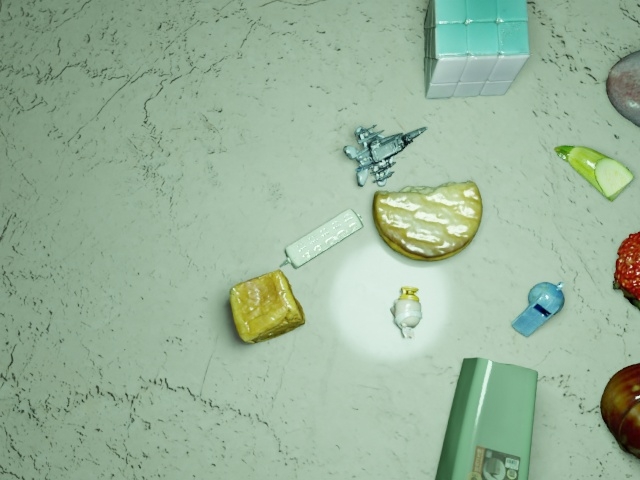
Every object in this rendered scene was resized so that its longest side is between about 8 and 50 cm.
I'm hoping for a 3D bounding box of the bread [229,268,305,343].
[{"bbox_3d":[-0.131,0.164,1.312,0.158,0.149,0.143,-26,76,5],"label":"bread"}]

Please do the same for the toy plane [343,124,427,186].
[{"bbox_3d":[0.184,-0.244,1.401,0.246,0.078,0.169,-26,105,-5],"label":"toy plane"}]

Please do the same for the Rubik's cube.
[{"bbox_3d":[0.391,-0.516,1.367,0.224,0.221,0.231,0,79,3],"label":"Rubik's cube"}]

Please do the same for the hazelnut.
[{"bbox_3d":[0.748,0.391,1.190,0.229,0.229,0.230,-1,79,3],"label":"hazelnut"}]

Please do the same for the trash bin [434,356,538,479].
[{"bbox_3d":[0.363,0.443,1.185,0.158,0.223,0.344,11,78,6],"label":"trash bin"}]

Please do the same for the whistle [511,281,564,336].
[{"bbox_3d":[0.541,0.156,1.308,0.090,0.090,0.158,41,123,10],"label":"whistle"}]

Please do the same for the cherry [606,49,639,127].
[{"bbox_3d":[0.849,-0.378,1.331,0.265,0.184,0.213,28,74,5],"label":"cherry"}]

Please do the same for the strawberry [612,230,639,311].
[{"bbox_3d":[0.842,0.074,1.217,0.260,0.257,0.261,0,85,-3],"label":"strawberry"}]

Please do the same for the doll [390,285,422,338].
[{"bbox_3d":[0.210,0.181,1.327,0.084,0.073,0.127,-5,72,36],"label":"doll"}]

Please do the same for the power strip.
[{"bbox_3d":[0.000,0.000,1.390,0.252,0.027,0.060,-32,79,-3],"label":"power strip"}]

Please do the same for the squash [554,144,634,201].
[{"bbox_3d":[0.692,-0.190,1.360,0.200,0.075,0.090,39,109,11],"label":"squash"}]

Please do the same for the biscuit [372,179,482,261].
[{"bbox_3d":[0.268,-0.050,1.351,0.273,0.091,0.214,1,76,2],"label":"biscuit"}]
